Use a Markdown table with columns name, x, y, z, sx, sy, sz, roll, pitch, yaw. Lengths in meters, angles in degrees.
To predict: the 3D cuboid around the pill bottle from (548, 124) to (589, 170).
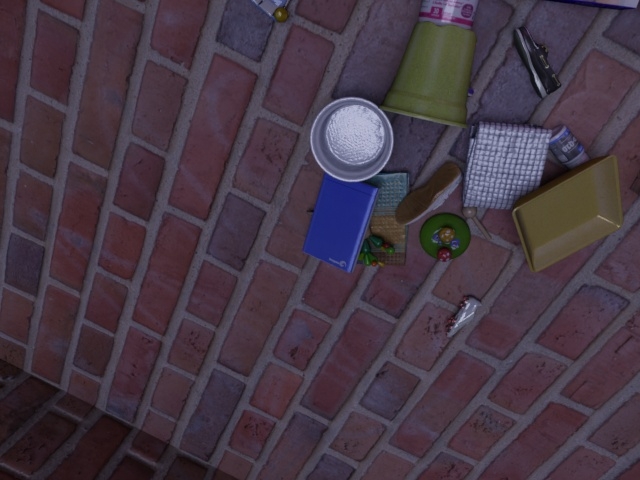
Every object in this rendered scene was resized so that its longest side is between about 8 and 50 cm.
| name | x | y | z | sx | sy | sz | roll | pitch | yaw |
| --- | --- | --- | --- | --- | --- | --- | --- | --- | --- |
| pill bottle | 0.783 | -0.292 | 1.446 | 0.137 | 0.078 | 0.078 | 45 | 115 | -8 |

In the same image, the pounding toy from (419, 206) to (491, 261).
| name | x | y | z | sx | sy | sz | roll | pitch | yaw |
| --- | --- | --- | --- | --- | --- | --- | --- | --- | --- |
| pounding toy | 0.470 | -0.007 | 1.621 | 0.236 | 0.110 | 0.183 | -27 | 105 | 22 |

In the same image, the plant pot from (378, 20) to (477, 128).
| name | x | y | z | sx | sy | sz | roll | pitch | yaw |
| --- | --- | --- | --- | --- | --- | --- | --- | --- | --- |
| plant pot | 0.332 | -0.482 | 1.326 | 0.275 | 0.276 | 0.254 | 15 | 107 | 6 |

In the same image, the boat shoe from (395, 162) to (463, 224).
| name | x | y | z | sx | sy | sz | roll | pitch | yaw |
| --- | --- | --- | --- | --- | --- | --- | --- | --- | --- |
| boat shoe | 0.386 | -0.145 | 1.585 | 0.277 | 0.096 | 0.098 | -41 | 55 | 19 |

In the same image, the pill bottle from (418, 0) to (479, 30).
| name | x | y | z | sx | sy | sz | roll | pitch | yaw |
| --- | --- | --- | --- | --- | --- | --- | --- | --- | --- |
| pill bottle | 0.389 | -0.755 | 1.292 | 0.160 | 0.160 | 0.283 | 14 | 115 | 7 |

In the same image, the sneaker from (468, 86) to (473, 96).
| name | x | y | z | sx | sy | sz | roll | pitch | yaw |
| --- | --- | --- | --- | --- | --- | --- | --- | --- | --- |
| sneaker | 0.431 | -0.526 | 1.434 | 0.071 | 0.068 | 0.170 | -40 | 99 | 18 |

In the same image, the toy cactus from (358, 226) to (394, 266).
| name | x | y | z | sx | sy | sz | roll | pitch | yaw |
| --- | --- | --- | --- | --- | --- | --- | --- | --- | --- |
| toy cactus | 0.158 | 0.012 | 1.678 | 0.218 | 0.112 | 0.181 | 0 | 105 | 24 |

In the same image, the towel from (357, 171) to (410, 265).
| name | x | y | z | sx | sy | sz | roll | pitch | yaw |
| --- | --- | --- | --- | --- | --- | --- | --- | --- | --- |
| towel | 0.191 | -0.079 | 1.696 | 0.271 | 0.040 | 0.371 | 3 | 115 | 13 |

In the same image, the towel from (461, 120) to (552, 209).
| name | x | y | z | sx | sy | sz | roll | pitch | yaw |
| --- | --- | --- | --- | --- | --- | --- | --- | --- | --- |
| towel | 0.594 | -0.247 | 1.490 | 0.234 | 0.121 | 0.284 | 6 | 116 | 12 |

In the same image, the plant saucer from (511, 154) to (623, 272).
| name | x | y | z | sx | sy | sz | roll | pitch | yaw |
| --- | --- | --- | --- | --- | --- | --- | --- | --- | --- |
| plant saucer | 0.779 | -0.088 | 1.460 | 0.332 | 0.081 | 0.333 | -31 | 129 | 8 |

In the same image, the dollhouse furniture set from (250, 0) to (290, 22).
| name | x | y | z | sx | sy | sz | roll | pitch | yaw |
| --- | --- | --- | --- | --- | --- | --- | --- | --- | --- |
| dollhouse furniture set | -0.164 | -0.858 | 1.352 | 0.303 | 0.198 | 0.286 | 39 | 116 | -6 |

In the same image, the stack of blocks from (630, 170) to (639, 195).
| name | x | y | z | sx | sy | sz | roll | pitch | yaw |
| --- | --- | --- | --- | --- | --- | --- | --- | --- | --- |
| stack of blocks | 1.070 | -0.253 | 1.347 | 0.087 | 0.171 | 0.297 | 17 | 115 | 5 |

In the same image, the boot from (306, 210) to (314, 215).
| name | x | y | z | sx | sy | sz | roll | pitch | yaw |
| --- | --- | --- | --- | --- | --- | --- | --- | --- | --- |
| boot | 0.002 | -0.067 | 1.736 | 0.118 | 0.042 | 0.087 | 7 | 107 | 3 |

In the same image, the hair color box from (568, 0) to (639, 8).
| name | x | y | z | sx | sy | sz | roll | pitch | yaw |
| --- | --- | --- | --- | --- | --- | --- | --- | --- | --- |
| hair color box | 0.711 | -0.758 | 1.249 | 0.338 | 0.110 | 0.185 | 12 | 116 | 9 |

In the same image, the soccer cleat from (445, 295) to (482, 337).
| name | x | y | z | sx | sy | sz | roll | pitch | yaw |
| --- | --- | --- | --- | --- | --- | --- | --- | --- | --- |
| soccer cleat | 0.552 | 0.305 | 1.763 | 0.076 | 0.068 | 0.196 | 24 | 113 | -1 |

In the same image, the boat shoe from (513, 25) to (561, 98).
| name | x | y | z | sx | sy | sz | roll | pitch | yaw |
| --- | --- | --- | --- | --- | --- | --- | --- | --- | --- |
| boat shoe | 0.652 | -0.546 | 1.370 | 0.068 | 0.081 | 0.228 | -28 | 111 | 19 |

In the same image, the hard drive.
| name | x | y | z | sx | sy | sz | roll | pitch | yaw |
| --- | --- | --- | --- | --- | --- | --- | --- | --- | --- |
| hard drive | 0.069 | -0.070 | 1.634 | 0.210 | 0.040 | 0.319 | 23 | 108 | 22 |

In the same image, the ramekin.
| name | x | y | z | sx | sy | sz | roll | pitch | yaw |
| --- | --- | --- | --- | --- | --- | --- | --- | --- | --- |
| ramekin | 0.113 | -0.350 | 1.542 | 0.277 | 0.135 | 0.277 | 5 | 114 | 10 |
